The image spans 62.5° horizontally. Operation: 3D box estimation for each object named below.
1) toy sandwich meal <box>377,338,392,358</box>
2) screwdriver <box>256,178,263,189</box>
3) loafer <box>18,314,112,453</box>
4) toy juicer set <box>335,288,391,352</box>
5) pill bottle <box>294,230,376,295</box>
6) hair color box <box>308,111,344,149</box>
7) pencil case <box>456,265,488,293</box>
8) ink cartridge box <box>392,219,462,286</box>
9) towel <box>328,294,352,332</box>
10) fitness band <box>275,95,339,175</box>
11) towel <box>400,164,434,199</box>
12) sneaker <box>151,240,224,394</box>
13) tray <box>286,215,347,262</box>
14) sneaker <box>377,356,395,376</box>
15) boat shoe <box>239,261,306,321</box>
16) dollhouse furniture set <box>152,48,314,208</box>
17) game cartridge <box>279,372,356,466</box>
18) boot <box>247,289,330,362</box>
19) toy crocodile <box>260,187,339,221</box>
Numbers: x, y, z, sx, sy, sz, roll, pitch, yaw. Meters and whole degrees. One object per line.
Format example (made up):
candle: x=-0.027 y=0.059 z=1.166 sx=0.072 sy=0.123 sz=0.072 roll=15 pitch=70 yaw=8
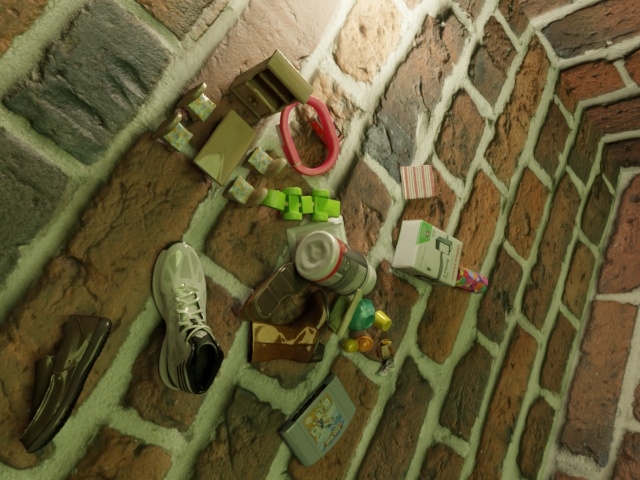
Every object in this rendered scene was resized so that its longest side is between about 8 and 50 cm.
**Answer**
toy sandwich meal: x=0.264 y=0.440 z=2.137 sx=0.085 sy=0.029 sz=0.085 roll=2 pitch=86 yaw=-38
screwdriver: x=-0.211 y=-0.180 z=1.810 sx=0.170 sy=0.024 sz=0.025 roll=-65 pitch=152 yaw=-29
loafer: x=-0.676 y=0.354 z=1.362 sx=0.130 sy=0.134 sz=0.366 roll=25 pitch=61 yaw=-10
toy juicer set: x=0.130 y=0.310 z=1.974 sx=0.209 sy=0.089 sz=0.329 roll=-52 pitch=141 yaw=-5
pill bottle: x=0.067 y=0.098 z=1.892 sx=0.318 sy=0.176 sz=0.176 roll=31 pitch=69 yaw=-49
hair color box: x=0.023 y=-0.421 z=1.987 sx=0.072 sy=0.043 sz=0.141 roll=-50 pitch=116 yaw=-27
pencil case: x=0.666 y=0.179 z=2.428 sx=0.236 sy=0.104 sz=0.104 roll=19 pitch=76 yaw=-34
ink cartridge box: x=0.463 y=0.059 z=2.255 sx=0.289 sy=0.121 sz=0.211 roll=23 pitch=74 yaw=-35
towel: x=0.077 y=0.275 z=1.993 sx=0.110 sy=0.027 sz=0.148 roll=46 pitch=60 yaw=-33
fitness band: x=-0.042 y=-0.376 z=1.897 sx=0.209 sy=0.054 sz=0.291 roll=-27 pitch=109 yaw=-22
towel: x=0.422 y=-0.254 z=2.304 sx=0.197 sy=0.029 sz=0.144 roll=-8 pitch=93 yaw=-36
sneaker: x=-0.356 y=0.221 z=1.518 sx=0.169 sy=0.257 sz=0.447 roll=-2 pitch=89 yaw=-38
tray: x=0.000 y=0.000 z=1.955 sx=0.270 sy=0.030 sz=0.145 roll=-16 pitch=96 yaw=-38
sneaker: x=0.264 y=0.503 z=2.124 sx=0.098 sy=0.038 sz=0.069 roll=-11 pitch=106 yaw=-48
boat shoe: x=-0.161 y=0.166 z=1.776 sx=0.307 sy=0.104 sz=0.111 roll=-36 pitch=100 yaw=-51
dollhouse furniture set: x=-0.234 y=-0.362 z=1.648 sx=0.362 sy=0.256 sz=0.394 roll=42 pitch=64 yaw=-28
game cartridge: x=0.002 y=0.653 z=1.907 sx=0.297 sy=0.062 sz=0.198 roll=-42 pitch=108 yaw=-32
boot: x=-0.116 y=0.292 z=1.823 sx=0.280 sy=0.096 sz=0.264 roll=9 pitch=91 yaw=-28
toy crocodile: x=-0.061 y=-0.124 z=1.879 sx=0.340 sy=0.105 sz=0.115 roll=1 pitch=86 yaw=-43
